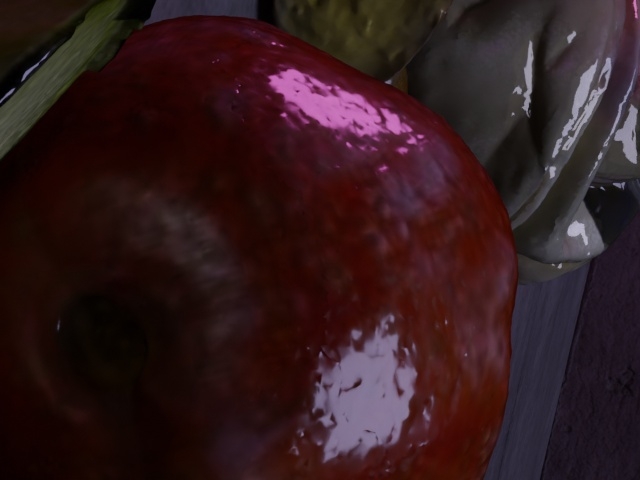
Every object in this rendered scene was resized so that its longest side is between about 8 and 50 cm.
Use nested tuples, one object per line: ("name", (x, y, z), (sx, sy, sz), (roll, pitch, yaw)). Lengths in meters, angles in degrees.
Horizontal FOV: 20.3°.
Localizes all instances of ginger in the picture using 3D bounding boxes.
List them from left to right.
("ginger", (0.058, -0.265, 1.140), (0.190, 0.126, 0.354), (-54, 163, -89))

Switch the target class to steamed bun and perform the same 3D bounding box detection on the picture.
("steamed bun", (0.203, -0.130, 1.514), (0.394, 0.237, 0.346), (5, 95, -79))

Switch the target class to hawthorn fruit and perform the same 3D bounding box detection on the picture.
("hawthorn fruit", (-0.044, 0.037, 0.816), (0.284, 0.284, 0.284), (17, 90, -75))

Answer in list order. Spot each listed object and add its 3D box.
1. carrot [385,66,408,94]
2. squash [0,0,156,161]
("carrot", (0.033, -0.073, 1.361), (0.298, 0.078, 0.078), (74, 35, -71))
("squash", (-0.153, 0.000, 0.608), (0.237, 0.155, 0.204), (-52, 152, -59))
